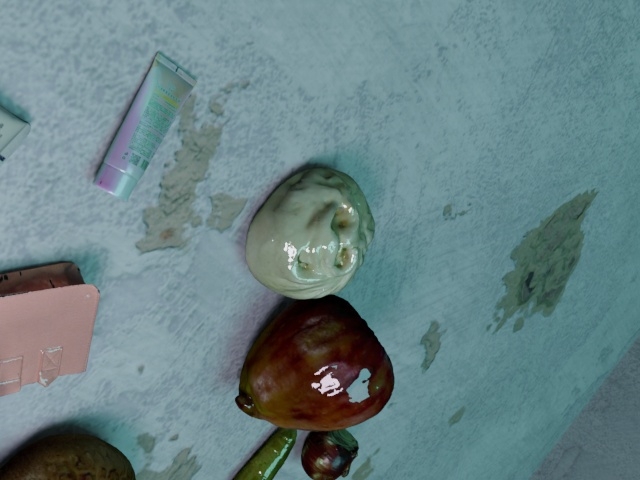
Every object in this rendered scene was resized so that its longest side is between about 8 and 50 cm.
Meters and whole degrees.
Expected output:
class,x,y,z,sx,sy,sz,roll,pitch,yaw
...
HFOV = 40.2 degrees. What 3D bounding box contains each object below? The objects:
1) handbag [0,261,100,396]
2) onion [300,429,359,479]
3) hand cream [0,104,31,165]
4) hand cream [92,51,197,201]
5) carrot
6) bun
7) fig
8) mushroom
class,x,y,z,sx,sy,sz,roll,pitch,yaw
handbag,-0.378,0.116,1.051,0.212,0.059,0.157,-11,126,-43
onion,0.016,0.428,1.737,0.117,0.118,0.119,17,106,-58
hand cream,-0.383,-0.143,0.831,0.095,0.059,0.276,-50,150,-8
hand cream,-0.212,-0.132,1.052,0.076,0.047,0.174,32,85,-55
carrot,-0.154,0.487,1.627,0.358,0.074,0.074,-53,146,-3
bun,0.000,0.000,1.334,0.231,0.133,0.231,-28,136,-31
fig,-0.008,0.202,1.417,0.224,0.263,0.224,30,53,-50
mushroom,-0.365,0.390,1.221,0.253,0.153,0.253,-19,117,-42
